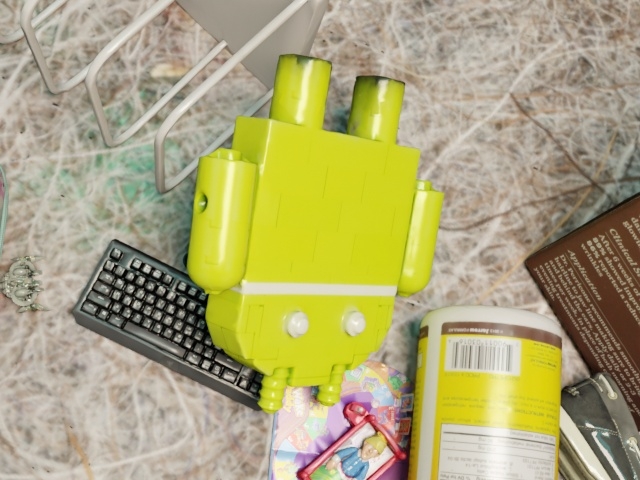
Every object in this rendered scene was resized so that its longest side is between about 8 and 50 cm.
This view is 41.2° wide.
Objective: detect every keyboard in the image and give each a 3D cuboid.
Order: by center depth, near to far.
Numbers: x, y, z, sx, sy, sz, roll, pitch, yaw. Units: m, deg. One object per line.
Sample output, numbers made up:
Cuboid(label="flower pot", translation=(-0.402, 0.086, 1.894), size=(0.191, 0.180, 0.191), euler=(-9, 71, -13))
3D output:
Cuboid(label="keyboard", translation=(-0.103, 0.057, 0.714), size=(0.180, 0.023, 0.108), euler=(27, 72, -5))

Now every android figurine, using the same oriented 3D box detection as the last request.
Cuboid(label="android figurine", translation=(0.000, 0.000, 0.669), size=(0.248, 0.056, 0.272), euler=(7, 94, -44))

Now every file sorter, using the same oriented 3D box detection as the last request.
Cuboid(label="file sorter", translation=(-0.162, -0.197, 0.680), size=(0.278, 0.193, 0.173), euler=(43, 74, 1))

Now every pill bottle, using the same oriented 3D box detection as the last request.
Cuboid(label="pill bottle", translation=(0.131, 0.166, 0.683), size=(0.117, 0.117, 0.214), euler=(9, 75, -9))

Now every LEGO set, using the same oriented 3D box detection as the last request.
Cuboid(label="LEGO set", translation=(-0.252, 0.028, 0.689), size=(0.083, 0.023, 0.054), euler=(25, 73, -5))

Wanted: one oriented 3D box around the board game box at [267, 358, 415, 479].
Cuboid(label="board game box", translation=(0.027, 0.178, 0.704), size=(0.133, 0.033, 0.168), euler=(8, 74, -10))

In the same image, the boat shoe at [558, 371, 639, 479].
Cuboid(label="boat shoe", translation=(0.273, 0.224, 0.717), size=(0.079, 0.084, 0.233), euler=(-26, 80, -16))

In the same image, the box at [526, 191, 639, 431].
Cuboid(label="box", translation=(0.328, 0.018, 0.624), size=(0.143, 0.381, 0.191), euler=(-28, 83, -17))

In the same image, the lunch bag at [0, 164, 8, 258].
Cuboid(label="lunch bag", translation=(-0.384, 0.013, 0.620), size=(0.279, 0.108, 0.223), euler=(5, 81, -7))
